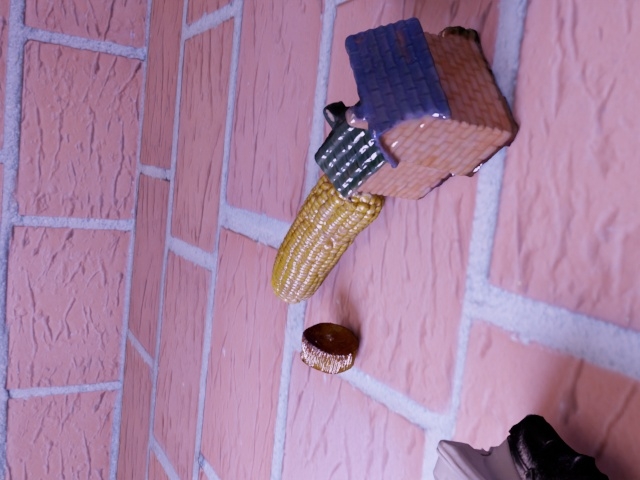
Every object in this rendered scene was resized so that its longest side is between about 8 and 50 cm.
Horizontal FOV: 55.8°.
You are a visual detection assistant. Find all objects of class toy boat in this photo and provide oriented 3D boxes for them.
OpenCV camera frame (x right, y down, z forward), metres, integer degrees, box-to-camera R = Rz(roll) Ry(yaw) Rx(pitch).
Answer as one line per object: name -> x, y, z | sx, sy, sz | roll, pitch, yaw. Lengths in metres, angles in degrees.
toy boat -> 0.217, 0.225, 0.470 | 0.269, 0.141, 0.141 | 11, 97, 57

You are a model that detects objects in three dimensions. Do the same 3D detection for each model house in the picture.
model house -> 0.080, -0.141, 0.681 | 0.183, 0.172, 0.166 | -47, 50, 48

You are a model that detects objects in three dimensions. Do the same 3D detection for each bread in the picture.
bread -> 0.013, 0.148, 0.863 | 0.085, 0.085, 0.053 | 40, 129, 53

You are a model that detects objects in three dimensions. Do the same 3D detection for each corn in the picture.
corn -> 0.000, 0.000, 0.891 | 0.292, 0.101, 0.101 | -59, 40, 45
